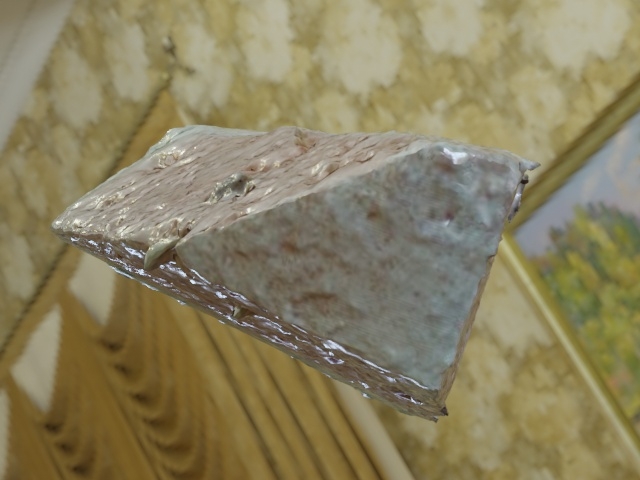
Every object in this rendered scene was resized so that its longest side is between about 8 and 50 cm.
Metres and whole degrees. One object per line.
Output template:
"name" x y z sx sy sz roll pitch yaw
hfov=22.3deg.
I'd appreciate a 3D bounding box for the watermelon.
"watermelon" 0.000 0.000 0.487 0.241 0.154 0.094 -172 101 -81
